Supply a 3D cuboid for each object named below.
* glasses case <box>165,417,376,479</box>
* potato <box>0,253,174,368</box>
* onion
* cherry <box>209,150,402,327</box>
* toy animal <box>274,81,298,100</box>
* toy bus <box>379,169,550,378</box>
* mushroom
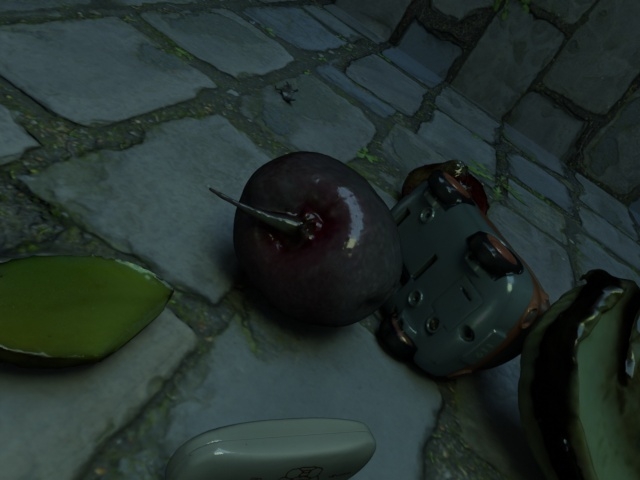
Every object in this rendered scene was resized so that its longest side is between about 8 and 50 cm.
[{"bbox_3d":[-0.035,0.186,0.501,0.193,0.074,0.049,11,36,-36],"label":"glasses case"},{"bbox_3d":[-0.220,0.066,0.520,0.119,0.054,0.198,41,25,14],"label":"potato"},{"bbox_3d":[0.249,-0.092,1.142,0.183,0.147,0.184,13,40,-11],"label":"onion"},{"bbox_3d":[0.000,0.000,0.706,0.213,0.183,0.266,60,22,15],"label":"cherry"},{"bbox_3d":[-0.075,-0.330,1.287,0.050,0.028,0.084,30,27,-24],"label":"toy animal"},{"bbox_3d":[0.197,0.060,0.836,0.232,0.194,0.288,27,26,-38],"label":"toy bus"},{"bbox_3d":[0.354,0.213,0.709,0.247,0.130,0.344,-37,100,-24],"label":"mushroom"}]
